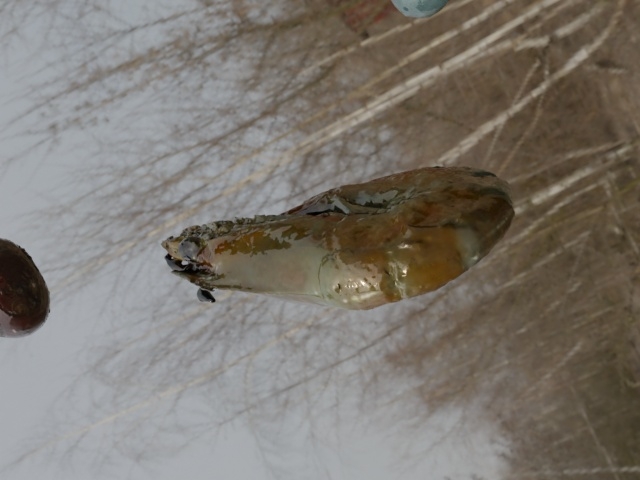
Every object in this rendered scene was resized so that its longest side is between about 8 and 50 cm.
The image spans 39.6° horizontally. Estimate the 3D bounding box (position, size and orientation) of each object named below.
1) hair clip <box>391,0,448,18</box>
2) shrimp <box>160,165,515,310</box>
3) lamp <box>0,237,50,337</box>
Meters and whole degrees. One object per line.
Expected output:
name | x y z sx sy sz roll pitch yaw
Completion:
hair clip | 0.171 -0.315 0.358 0.318 0.238 0.392 128 142 -58
shrimp | 0.000 0.000 0.418 0.101 0.190 0.042 -54 -51 -49
lamp | -0.459 0.075 1.249 0.156 0.135 0.157 17 134 51
